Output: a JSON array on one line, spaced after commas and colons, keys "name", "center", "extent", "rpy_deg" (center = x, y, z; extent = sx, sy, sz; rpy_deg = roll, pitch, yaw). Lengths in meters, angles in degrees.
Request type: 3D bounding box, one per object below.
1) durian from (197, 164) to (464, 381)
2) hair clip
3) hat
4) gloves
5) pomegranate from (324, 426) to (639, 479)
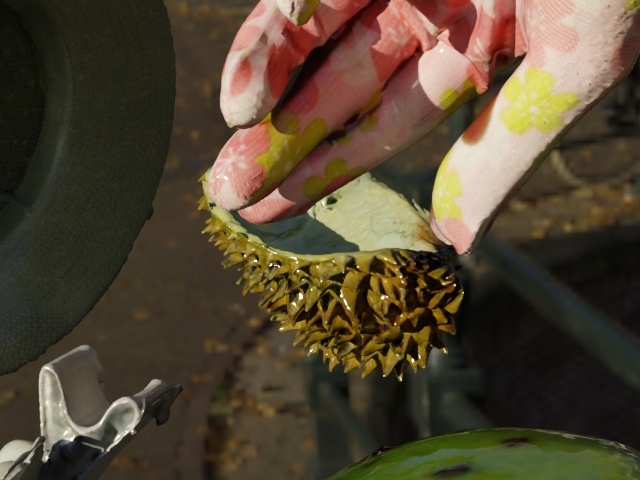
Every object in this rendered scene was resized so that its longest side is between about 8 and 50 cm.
[{"name": "durian", "center": [0.000, 0.000, 1.318], "extent": [0.139, 0.144, 0.252], "rpy_deg": [-50, 41, -6]}, {"name": "hair clip", "center": [-0.136, 0.150, 0.828], "extent": [0.054, 0.220, 0.140], "rpy_deg": [28, 16, 7]}, {"name": "hat", "center": [-0.204, -0.062, 0.960], "extent": [0.130, 0.257, 0.257], "rpy_deg": [18, 27, 31]}, {"name": "gloves", "center": [0.047, -0.097, 0.746], "extent": [0.145, 0.241, 0.126], "rpy_deg": [34, 35, -23]}, {"name": "pomegranate", "center": [0.060, 0.180, 0.463], "extent": [0.254, 0.270, 0.254], "rpy_deg": [13, 15, -4]}]
